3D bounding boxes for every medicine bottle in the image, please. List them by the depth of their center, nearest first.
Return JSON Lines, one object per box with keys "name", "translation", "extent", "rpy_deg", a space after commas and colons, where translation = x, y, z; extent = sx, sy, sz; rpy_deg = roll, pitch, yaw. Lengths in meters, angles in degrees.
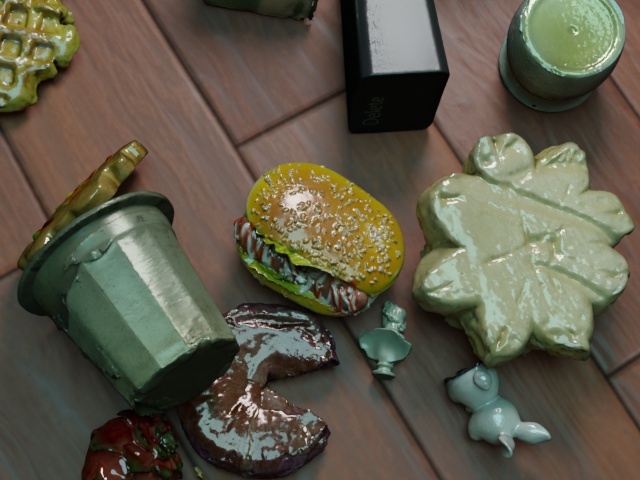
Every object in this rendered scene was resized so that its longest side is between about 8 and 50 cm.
{"name": "medicine bottle", "translation": [0.315, -0.253, 1.653], "extent": [0.147, 0.143, 0.147], "rpy_deg": [1, 77, -2]}

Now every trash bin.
{"name": "trash bin", "translation": [0.085, -0.277, 1.633], "extent": [0.115, 0.165, 0.226], "rpy_deg": [-5, 70, -6]}

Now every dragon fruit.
{"name": "dragon fruit", "translation": [-0.215, 0.267, 1.453], "extent": [0.130, 0.121, 0.142], "rpy_deg": [36, 58, -13]}

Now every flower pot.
{"name": "flower pot", "translation": [-0.212, 0.086, 1.449], "extent": [0.212, 0.212, 0.203], "rpy_deg": [-30, 68, -13]}

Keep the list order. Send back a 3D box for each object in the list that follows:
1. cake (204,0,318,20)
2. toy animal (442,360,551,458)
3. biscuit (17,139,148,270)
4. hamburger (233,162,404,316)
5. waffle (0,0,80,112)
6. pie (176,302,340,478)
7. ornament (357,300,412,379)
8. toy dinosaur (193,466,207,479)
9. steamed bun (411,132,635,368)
{"name": "cake", "translation": [-0.060, -0.465, 1.678], "extent": [0.158, 0.172, 0.284], "rpy_deg": [9, 70, -4]}
{"name": "toy animal", "translation": [0.211, 0.206, 1.536], "extent": [0.071, 0.085, 0.124], "rpy_deg": [-22, 80, -29]}
{"name": "biscuit", "translation": [-0.281, -0.053, 1.528], "extent": [0.041, 0.212, 0.239], "rpy_deg": [41, 45, -10]}
{"name": "hamburger", "translation": [0.000, 0.000, 1.560], "extent": [0.210, 0.116, 0.173], "rpy_deg": [32, 70, 5]}
{"name": "waffle", "translation": [-0.470, -0.284, 1.641], "extent": [0.300, 0.058, 0.282], "rpy_deg": [-14, 74, -11]}
{"name": "pie", "translation": [-0.075, 0.179, 1.528], "extent": [0.204, 0.054, 0.219], "rpy_deg": [-5, 73, -7]}
{"name": "ornament", "translation": [0.084, 0.125, 1.566], "extent": [0.068, 0.041, 0.092], "rpy_deg": [31, 83, 29]}
{"name": "toy dinosaur", "translation": [-0.083, 0.318, 1.489], "extent": [0.180, 0.058, 0.037], "rpy_deg": [32, 87, -16]}
{"name": "steamed bun", "translation": [0.238, 0.025, 1.565], "extent": [0.292, 0.137, 0.295], "rpy_deg": [-30, 85, -17]}
